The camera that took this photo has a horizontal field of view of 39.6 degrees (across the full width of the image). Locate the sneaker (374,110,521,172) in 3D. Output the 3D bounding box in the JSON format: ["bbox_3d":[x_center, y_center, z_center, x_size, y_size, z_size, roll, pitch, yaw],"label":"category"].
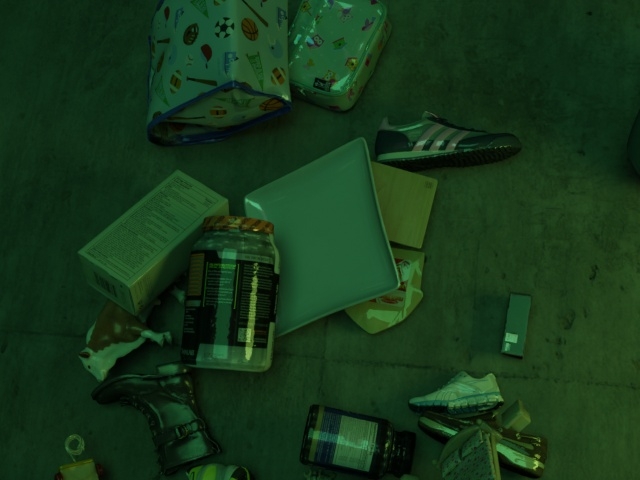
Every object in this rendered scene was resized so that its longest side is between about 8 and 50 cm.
[{"bbox_3d":[0.276,-0.230,1.952,0.319,0.112,0.131,-3,74,9],"label":"sneaker"}]

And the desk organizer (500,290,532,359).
[{"bbox_3d":[0.404,0.176,1.830,0.047,0.050,0.130,9,75,14],"label":"desk organizer"}]

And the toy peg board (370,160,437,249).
[{"bbox_3d":[0.156,-0.071,1.955,0.161,0.079,0.161,16,78,0],"label":"toy peg board"}]

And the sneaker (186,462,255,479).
[{"bbox_3d":[-0.258,0.630,1.776,0.147,0.145,0.384,5,56,31],"label":"sneaker"}]

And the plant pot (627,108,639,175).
[{"bbox_3d":[0.739,-0.198,1.787,0.195,0.290,0.290,-37,64,39],"label":"plant pot"}]

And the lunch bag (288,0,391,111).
[{"bbox_3d":[0.019,-0.449,2.074,0.224,0.108,0.279,24,79,17],"label":"lunch bag"}]

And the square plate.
[{"bbox_3d":[0.000,0.000,1.909,0.347,0.049,0.343,-24,67,31],"label":"square plate"}]

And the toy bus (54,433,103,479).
[{"bbox_3d":[-0.508,0.548,1.870,0.191,0.104,0.202,35,47,-9],"label":"toy bus"}]

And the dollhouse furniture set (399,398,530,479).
[{"bbox_3d":[0.202,0.434,1.570,0.174,0.303,0.355,40,107,-8],"label":"dollhouse furniture set"}]

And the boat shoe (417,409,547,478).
[{"bbox_3d":[0.325,0.381,1.766,0.258,0.095,0.095,22,71,7],"label":"boat shoe"}]

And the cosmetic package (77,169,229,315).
[{"bbox_3d":[-0.357,0.000,1.941,0.160,0.113,0.309,31,55,23],"label":"cosmetic package"}]

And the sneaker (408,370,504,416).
[{"bbox_3d":[0.272,0.311,1.814,0.191,0.071,0.082,-8,58,6],"label":"sneaker"}]

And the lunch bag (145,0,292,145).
[{"bbox_3d":[-0.256,-0.413,2.044,0.386,0.239,0.327,-16,69,39],"label":"lunch bag"}]

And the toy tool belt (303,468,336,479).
[{"bbox_3d":[-0.012,0.494,1.821,0.083,0.052,0.051,3,42,9],"label":"toy tool belt"}]

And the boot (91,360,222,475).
[{"bbox_3d":[-0.355,0.390,1.900,0.263,0.091,0.228,-17,78,13],"label":"boot"}]

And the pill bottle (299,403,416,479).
[{"bbox_3d":[0.075,0.408,1.776,0.219,0.123,0.122,12,75,1],"label":"pill bottle"}]

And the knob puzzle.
[{"bbox_3d":[0.126,0.109,1.918,0.213,0.030,0.213,-3,72,10],"label":"knob puzzle"}]

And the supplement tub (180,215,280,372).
[{"bbox_3d":[-0.186,0.114,1.873,0.194,0.193,0.315,3,83,12],"label":"supplement tub"}]

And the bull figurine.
[{"bbox_3d":[-0.407,0.164,1.952,0.189,0.101,0.310,8,63,8],"label":"bull figurine"}]
